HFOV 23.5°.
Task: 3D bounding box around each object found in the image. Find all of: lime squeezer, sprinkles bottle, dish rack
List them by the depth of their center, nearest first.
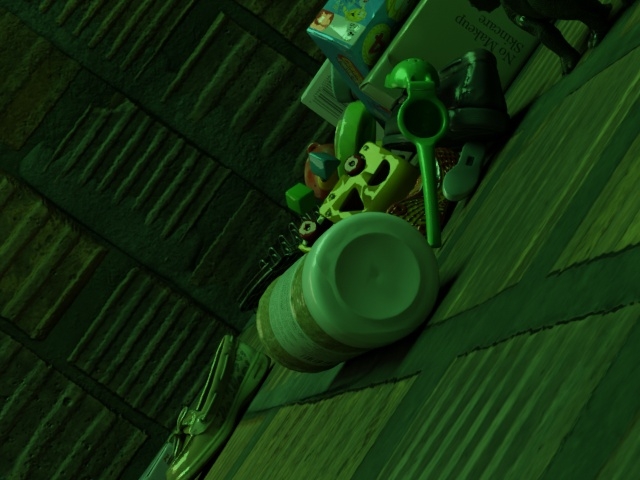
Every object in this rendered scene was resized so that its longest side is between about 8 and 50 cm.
[{"bbox_3d":[0.018,0.061,1.541,0.121,0.121,0.355,-56,4,-14],"label":"sprinkles bottle"},{"bbox_3d":[0.100,-0.130,1.684,0.310,0.059,0.110,-101,29,-49],"label":"lime squeezer"},{"bbox_3d":[0.000,0.000,2.093,0.271,0.074,0.208,-26,-15,-34],"label":"dish rack"}]

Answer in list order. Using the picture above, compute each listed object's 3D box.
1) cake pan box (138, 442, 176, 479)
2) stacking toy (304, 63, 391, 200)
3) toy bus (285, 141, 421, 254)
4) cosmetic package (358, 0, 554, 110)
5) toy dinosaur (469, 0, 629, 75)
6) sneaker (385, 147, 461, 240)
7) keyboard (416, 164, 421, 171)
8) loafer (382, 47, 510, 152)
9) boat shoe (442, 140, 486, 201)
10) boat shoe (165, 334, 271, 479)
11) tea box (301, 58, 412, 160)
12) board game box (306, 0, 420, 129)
[{"bbox_3d":[-0.327,0.491,2.527,0.245,0.070,0.267,-55,3,35],"label":"cake pan box"},{"bbox_3d":[0.032,-0.204,2.375,0.279,0.130,0.308,13,-96,-76],"label":"stacking toy"},{"bbox_3d":[0.058,-0.018,1.927,0.191,0.104,0.202,-22,-51,-37],"label":"toy bus"},{"bbox_3d":[0.205,-0.285,2.031,0.309,0.160,0.113,-56,4,-3],"label":"cosmetic package"},{"bbox_3d":[0.226,-0.266,1.544,0.121,0.160,0.313,-55,3,-7],"label":"toy dinosaur"},{"bbox_3d":[0.117,-0.030,1.728,0.175,0.064,0.067,-51,-20,-39],"label":"sneaker"},{"bbox_3d":[0.126,-0.090,2.224,0.100,0.038,0.192,-56,3,-12],"label":"keyboard"},{"bbox_3d":[0.150,-0.158,1.806,0.302,0.109,0.095,173,100,-76],"label":"loafer"},{"bbox_3d":[0.157,-0.068,1.677,0.100,0.035,0.035,-64,-18,-47],"label":"boat shoe"},{"bbox_3d":[-0.177,0.272,2.408,0.104,0.089,0.285,-50,6,48],"label":"boat shoe"},{"bbox_3d":[0.176,-0.361,2.632,0.329,0.220,0.323,-51,4,41],"label":"tea box"},{"bbox_3d":[0.157,-0.321,2.190,0.302,0.086,0.308,-56,-37,-8],"label":"board game box"}]
